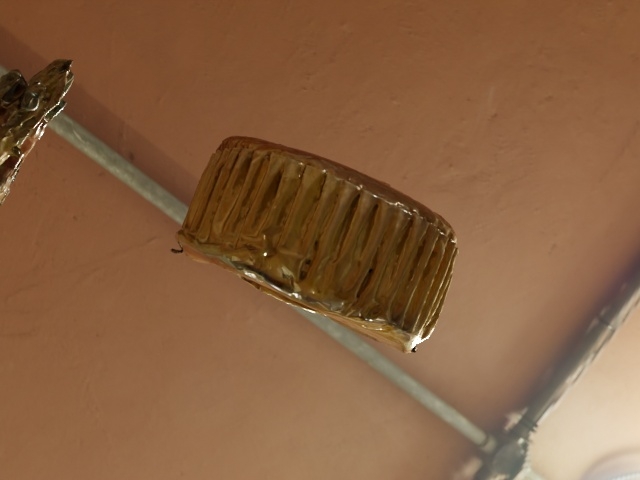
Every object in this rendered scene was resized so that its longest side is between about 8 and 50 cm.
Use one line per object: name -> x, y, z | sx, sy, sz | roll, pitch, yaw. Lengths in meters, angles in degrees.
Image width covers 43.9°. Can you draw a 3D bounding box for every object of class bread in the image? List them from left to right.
bread -> 0.000, 0.000, 0.573 | 0.199, 0.199, 0.104 | 27, -98, -27

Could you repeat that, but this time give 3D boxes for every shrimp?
shrimp -> -0.323, -0.056, 0.731 | 0.294, 0.154, 0.062 | -43, -101, 5
